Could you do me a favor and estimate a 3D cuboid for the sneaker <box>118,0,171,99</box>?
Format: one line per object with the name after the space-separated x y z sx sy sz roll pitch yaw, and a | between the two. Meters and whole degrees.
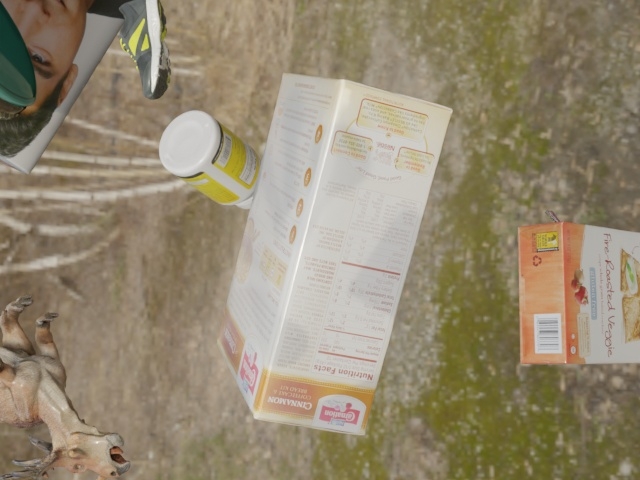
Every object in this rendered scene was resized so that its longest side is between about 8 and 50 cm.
-0.134 -0.145 0.739 0.031 0.035 0.083 62 -156 -74 | sneaker

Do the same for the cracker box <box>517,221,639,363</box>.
0.326 0.066 1.137 0.067 0.232 0.155 -7 81 47 | cracker box

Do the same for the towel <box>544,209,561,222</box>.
0.333 -0.009 1.326 0.009 0.060 0.083 -37 81 13 | towel

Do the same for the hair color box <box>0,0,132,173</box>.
-0.325 -0.285 1.111 0.114 0.185 0.374 19 77 52 | hair color box

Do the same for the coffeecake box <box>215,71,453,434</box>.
0.000 0.000 0.578 0.142 0.068 0.185 -142 66 -72 | coffeecake box

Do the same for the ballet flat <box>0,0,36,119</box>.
-0.378 -0.221 0.797 0.483 0.182 0.164 100 156 -75 | ballet flat

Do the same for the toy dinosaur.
-0.371 0.187 1.182 0.296 0.127 0.200 21 124 44 | toy dinosaur

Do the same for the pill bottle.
-0.096 -0.072 0.930 0.065 0.116 0.065 -11 65 25 | pill bottle
